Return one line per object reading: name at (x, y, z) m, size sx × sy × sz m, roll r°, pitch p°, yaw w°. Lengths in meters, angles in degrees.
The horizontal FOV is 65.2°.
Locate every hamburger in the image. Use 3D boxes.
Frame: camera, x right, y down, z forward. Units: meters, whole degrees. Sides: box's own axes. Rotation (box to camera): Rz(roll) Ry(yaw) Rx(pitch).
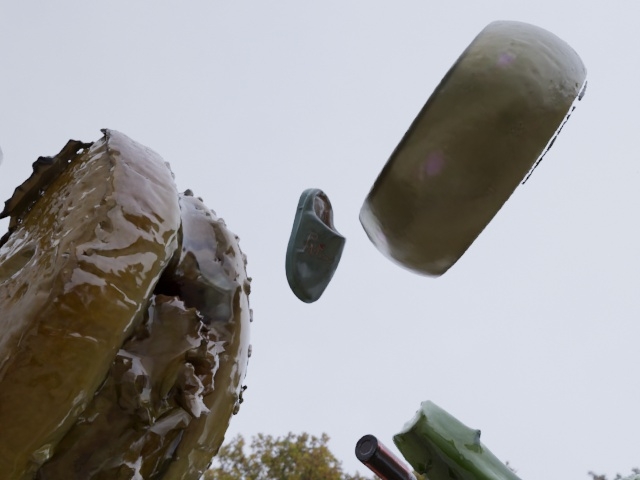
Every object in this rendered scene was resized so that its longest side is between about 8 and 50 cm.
hamburger at (-0.212, 0.149, 0.443) m, size 0.445 × 0.268 × 0.287 m, roll -52°, pitch -140°, yaw -7°

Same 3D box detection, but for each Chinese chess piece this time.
Chinese chess piece at (0.138, -0.083, 0.484) m, size 0.097 × 0.251 × 0.251 m, roll 35°, pitch -65°, yaw 7°

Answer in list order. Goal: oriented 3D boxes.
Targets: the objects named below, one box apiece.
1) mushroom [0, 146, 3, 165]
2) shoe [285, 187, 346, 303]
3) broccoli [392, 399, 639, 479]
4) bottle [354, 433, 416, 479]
mushroom at (-0.409, -0.105, 0.571) m, size 0.043 × 0.306 × 0.068 m, roll -28°, pitch -73°, yaw -7°
shoe at (0.000, 0.000, 0.795) m, size 0.078 × 0.079 × 0.195 m, roll -15°, pitch -121°, yaw 36°
broccoli at (0.303, 0.369, 0.657) m, size 0.353 × 0.275 × 0.397 m, roll -15°, pitch -127°, yaw 2°
bottle at (0.136, 0.453, 0.999) m, size 0.060 × 0.060 × 0.164 m, roll -22°, pitch -57°, yaw 33°
